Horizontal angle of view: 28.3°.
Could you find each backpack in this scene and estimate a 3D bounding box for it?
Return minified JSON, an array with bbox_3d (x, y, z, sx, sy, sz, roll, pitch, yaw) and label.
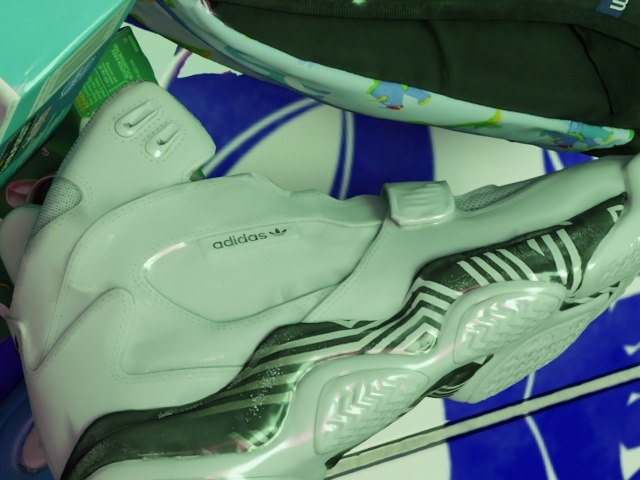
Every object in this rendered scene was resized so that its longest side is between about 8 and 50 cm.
[{"bbox_3d":[0.040,-0.192,0.687,0.355,0.273,0.290,-6,108,-41],"label":"backpack"}]

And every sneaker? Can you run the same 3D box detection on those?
[{"bbox_3d":[0.000,0.000,0.651,0.365,0.137,0.210,-28,69,-16],"label":"sneaker"}]

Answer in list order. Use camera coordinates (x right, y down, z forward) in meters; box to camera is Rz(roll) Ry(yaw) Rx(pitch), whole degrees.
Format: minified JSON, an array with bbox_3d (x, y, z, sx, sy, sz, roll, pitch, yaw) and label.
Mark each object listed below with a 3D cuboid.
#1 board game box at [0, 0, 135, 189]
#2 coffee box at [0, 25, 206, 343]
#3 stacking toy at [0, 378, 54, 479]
[{"bbox_3d":[-0.238,-0.164,0.514,0.336,0.254,0.079,44,69,-8],"label":"board game box"},{"bbox_3d":[-0.157,-0.031,0.713,0.184,0.040,0.113,-42,117,-34],"label":"coffee box"},{"bbox_3d":[-0.074,0.199,0.801,0.166,0.175,0.302,-46,127,-6],"label":"stacking toy"}]
